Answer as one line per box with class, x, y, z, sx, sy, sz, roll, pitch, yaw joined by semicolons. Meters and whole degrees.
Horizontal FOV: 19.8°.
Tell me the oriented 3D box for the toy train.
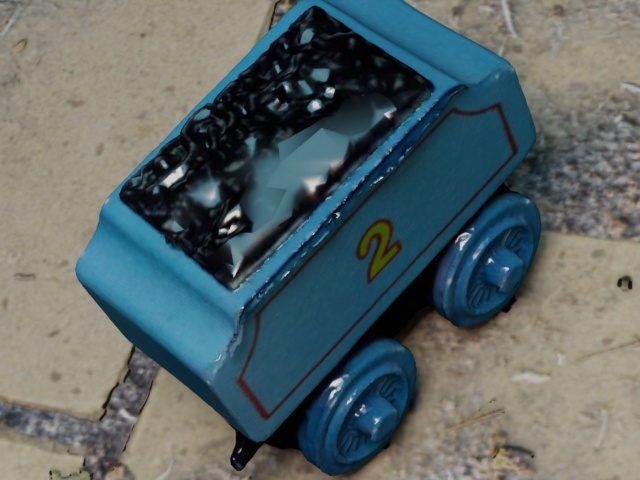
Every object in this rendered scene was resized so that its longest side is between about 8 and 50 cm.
toy train;0.000;0.000;1.235;0.188;0.265;0.300;35;76;32
